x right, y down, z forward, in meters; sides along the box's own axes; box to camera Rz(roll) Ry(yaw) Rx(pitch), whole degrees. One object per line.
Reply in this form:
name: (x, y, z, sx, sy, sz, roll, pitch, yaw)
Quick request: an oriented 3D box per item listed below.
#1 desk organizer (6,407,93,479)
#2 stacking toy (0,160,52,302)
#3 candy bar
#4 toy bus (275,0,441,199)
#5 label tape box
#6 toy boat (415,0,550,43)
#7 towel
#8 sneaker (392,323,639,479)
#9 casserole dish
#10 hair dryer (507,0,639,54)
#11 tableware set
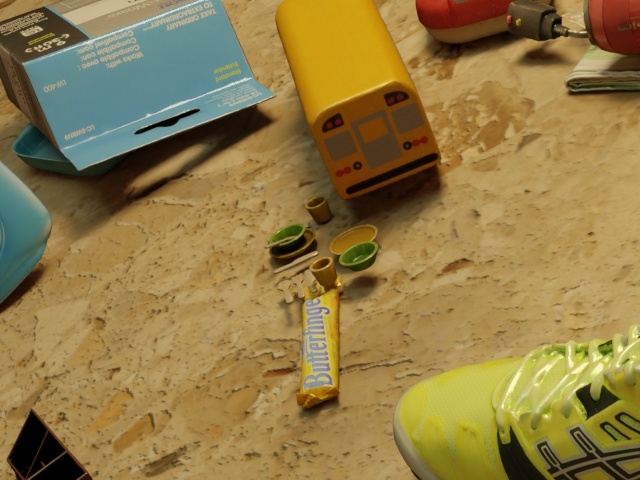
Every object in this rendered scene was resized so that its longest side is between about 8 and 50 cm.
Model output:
desk organizer: (-0.222, 0.193, 1.200, 0.047, 0.050, 0.130, -36, 34, -16)
stacking toy: (-0.427, -0.023, 1.585, 0.175, 0.166, 0.302, -48, 25, -12)
candy bar: (0.000, 0.085, 1.233, 0.040, 0.018, 0.161, -18, 32, 13)
toy bus: (0.029, -0.164, 1.465, 0.108, 0.130, 0.332, -23, 32, 4)
label tape box: (-0.227, -0.209, 1.669, 0.241, 0.105, 0.334, -23, 26, -16)
toy boat: (0.168, -0.329, 1.586, 0.151, 0.151, 0.231, -14, 34, 17)
towel: (0.314, -0.197, 1.416, 0.113, 0.023, 0.152, 3, 42, 37)
sneaker: (0.209, 0.102, 0.942, 0.385, 0.147, 0.145, -4, 40, 36)
casserole dish: (-0.278, -0.117, 1.699, 0.188, 0.037, 0.114, 9, 46, 43)
hair dryer: (0.333, -0.254, 1.397, 0.224, 0.080, 0.293, -35, 31, -18)
tableware set: (0.000, 0.000, 1.334, 0.104, 0.024, 0.154, -24, 25, 2)
